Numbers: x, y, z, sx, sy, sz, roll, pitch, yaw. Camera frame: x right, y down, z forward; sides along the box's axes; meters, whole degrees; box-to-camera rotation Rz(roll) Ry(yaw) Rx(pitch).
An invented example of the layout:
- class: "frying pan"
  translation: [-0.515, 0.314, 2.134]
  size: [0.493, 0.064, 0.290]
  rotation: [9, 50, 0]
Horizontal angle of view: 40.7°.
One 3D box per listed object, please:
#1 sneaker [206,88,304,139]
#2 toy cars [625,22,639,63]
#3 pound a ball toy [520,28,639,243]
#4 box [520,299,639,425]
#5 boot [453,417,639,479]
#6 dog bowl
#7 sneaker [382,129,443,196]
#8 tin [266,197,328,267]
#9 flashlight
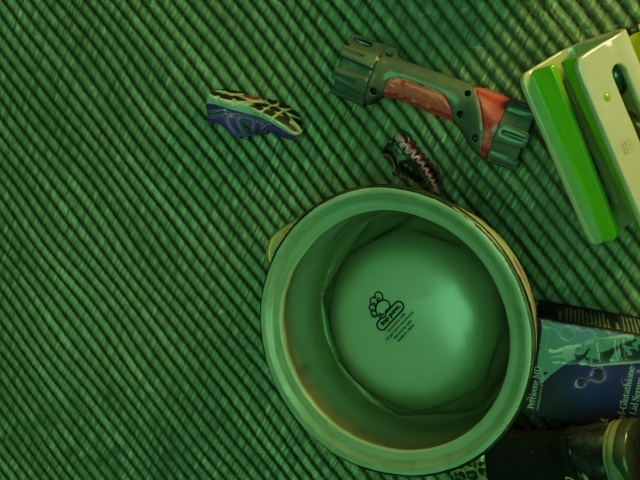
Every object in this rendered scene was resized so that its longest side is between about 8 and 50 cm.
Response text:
- class: "sneaker"
  translation: [-0.105, -0.189, 1.371]
  size: [0.170, 0.068, 0.071]
  rotation: [20, 120, 20]
- class: "toy cars"
  translation: [0.587, -0.236, 1.148]
  size: [0.394, 0.087, 0.176]
  rotation: [17, 104, 12]
- class: "pound a ball toy"
  translation: [0.431, -0.118, 1.143]
  size: [0.136, 0.208, 0.319]
  rotation: [-32, 101, -21]
- class: "box"
  translation: [0.405, 0.187, 1.265]
  size: [0.207, 0.108, 0.153]
  rotation: [8, 103, 13]
- class: "boot"
  translation: [0.380, 0.394, 1.285]
  size: [0.284, 0.138, 0.377]
  rotation: [-5, 134, 36]
- class: "dog bowl"
  translation: [0.123, 0.119, 1.238]
  size: [0.408, 0.150, 0.408]
  rotation: [4, 99, 28]
- class: "sneaker"
  translation: [0.140, -0.110, 1.321]
  size: [0.057, 0.047, 0.119]
  rotation: [-40, 81, 25]
- class: "tin"
  translation: [0.000, 0.000, 1.381]
  size: [0.190, 0.040, 0.106]
  rotation: [-31, 95, 18]
- class: "flashlight"
  translation: [0.164, -0.199, 1.269]
  size: [0.304, 0.103, 0.103]
  rotation: [21, 137, 13]
